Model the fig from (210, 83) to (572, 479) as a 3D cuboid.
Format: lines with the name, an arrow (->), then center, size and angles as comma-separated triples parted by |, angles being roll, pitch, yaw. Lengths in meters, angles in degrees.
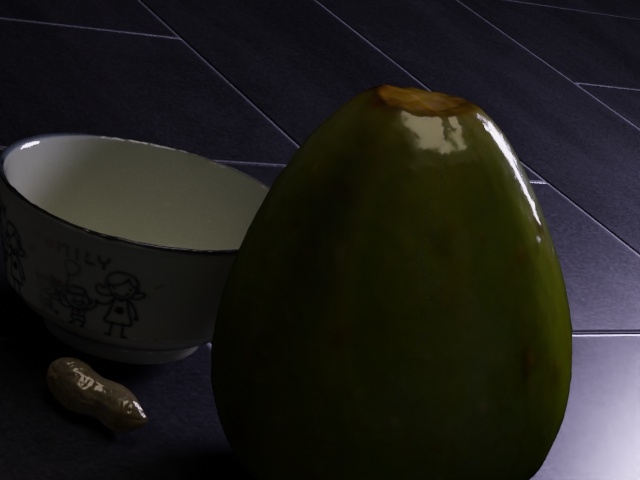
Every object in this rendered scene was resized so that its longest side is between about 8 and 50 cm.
fig -> 0.049, 0.045, 1.200 | 0.258, 0.326, 0.258 | 0, 32, 0

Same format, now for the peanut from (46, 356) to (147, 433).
peanut -> -0.161, 0.112, 1.247 | 0.083, 0.037, 0.037 | 23, 23, 14

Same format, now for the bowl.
bowl -> -0.143, 0.014, 1.347 | 0.238, 0.126, 0.238 | 11, 19, -4
